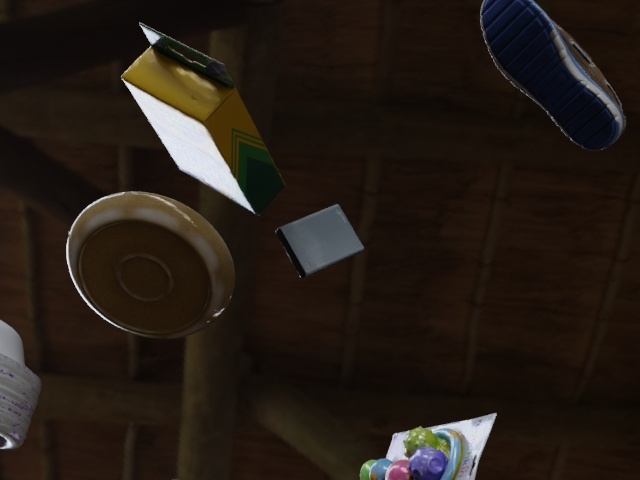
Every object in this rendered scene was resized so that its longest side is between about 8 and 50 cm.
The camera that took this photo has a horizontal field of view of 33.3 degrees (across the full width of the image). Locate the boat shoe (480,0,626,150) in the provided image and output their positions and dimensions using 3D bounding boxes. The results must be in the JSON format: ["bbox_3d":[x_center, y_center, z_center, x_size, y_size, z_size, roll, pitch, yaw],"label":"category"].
[{"bbox_3d":[0.222,-0.164,1.021,0.066,0.066,0.183,-38,-95,33],"label":"boat shoe"}]

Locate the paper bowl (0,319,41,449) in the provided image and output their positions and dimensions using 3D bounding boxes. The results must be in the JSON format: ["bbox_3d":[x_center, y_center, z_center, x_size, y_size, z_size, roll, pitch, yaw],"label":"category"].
[{"bbox_3d":[-0.512,0.167,1.418,0.284,0.284,0.148,-17,-127,52],"label":"paper bowl"}]

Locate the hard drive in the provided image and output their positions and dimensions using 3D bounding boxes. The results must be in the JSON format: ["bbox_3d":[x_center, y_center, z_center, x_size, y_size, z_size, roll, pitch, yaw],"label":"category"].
[{"bbox_3d":[0.000,0.000,1.832,0.094,0.135,0.022,60,-37,10],"label":"hard drive"}]

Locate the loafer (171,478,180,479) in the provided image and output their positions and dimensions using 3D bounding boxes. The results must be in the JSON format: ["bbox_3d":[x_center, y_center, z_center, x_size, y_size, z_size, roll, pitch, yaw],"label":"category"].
[{"bbox_3d":[-0.174,0.261,0.909,0.109,0.302,0.095,-33,-107,11],"label":"loafer"}]

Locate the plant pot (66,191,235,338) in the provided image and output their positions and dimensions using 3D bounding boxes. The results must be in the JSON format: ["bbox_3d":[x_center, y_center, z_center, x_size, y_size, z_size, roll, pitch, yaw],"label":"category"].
[{"bbox_3d":[-0.233,0.044,1.435,0.236,0.032,0.236,5,-58,8],"label":"plant pot"}]

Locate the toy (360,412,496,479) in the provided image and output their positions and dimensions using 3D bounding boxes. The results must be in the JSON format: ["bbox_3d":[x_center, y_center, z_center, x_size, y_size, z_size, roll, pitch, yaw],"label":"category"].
[{"bbox_3d":[0.112,0.278,1.315,0.056,0.136,0.237,30,-27,-13],"label":"toy"}]

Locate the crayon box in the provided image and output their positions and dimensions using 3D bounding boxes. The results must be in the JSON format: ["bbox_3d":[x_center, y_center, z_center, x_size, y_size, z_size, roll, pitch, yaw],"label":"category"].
[{"bbox_3d":[-0.199,-0.195,1.778,0.203,0.083,0.323,30,-19,31],"label":"crayon box"}]
